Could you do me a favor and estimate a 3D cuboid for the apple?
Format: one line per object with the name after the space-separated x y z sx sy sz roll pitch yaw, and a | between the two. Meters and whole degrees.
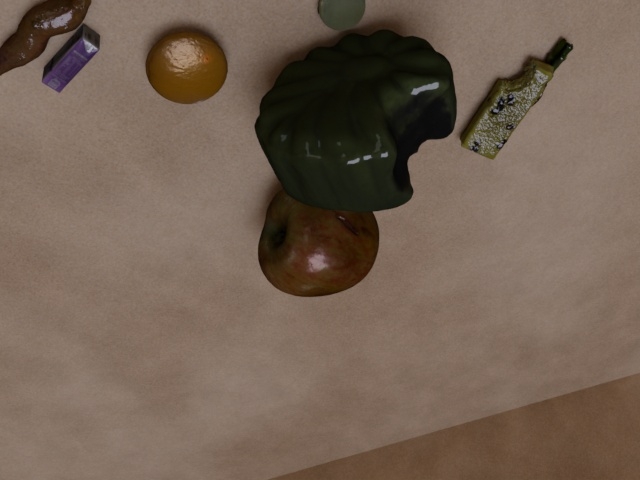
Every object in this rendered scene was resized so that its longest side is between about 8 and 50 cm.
0.000 0.000 1.380 0.264 0.264 0.264 -8 137 -8 | apple

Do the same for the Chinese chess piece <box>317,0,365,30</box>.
0.037 -0.409 1.116 0.084 0.034 0.084 -10 137 -9 | Chinese chess piece

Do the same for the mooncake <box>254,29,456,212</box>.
0.059 -0.217 1.117 0.351 0.351 0.187 -22 136 7 | mooncake

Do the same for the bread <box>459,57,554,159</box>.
0.384 -0.275 1.330 0.088 0.049 0.226 23 128 -7 | bread

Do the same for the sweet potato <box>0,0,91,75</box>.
-0.462 -0.336 1.037 0.218 0.051 0.065 -30 138 15 | sweet potato

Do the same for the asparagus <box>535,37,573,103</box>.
0.461 -0.336 1.313 0.036 0.030 0.165 31 130 8 | asparagus

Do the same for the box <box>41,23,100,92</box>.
-0.421 -0.307 1.081 0.117 0.050 0.036 -35 135 23 | box

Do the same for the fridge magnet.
-0.235 -0.305 1.127 0.143 0.063 0.143 -9 139 -8 | fridge magnet
